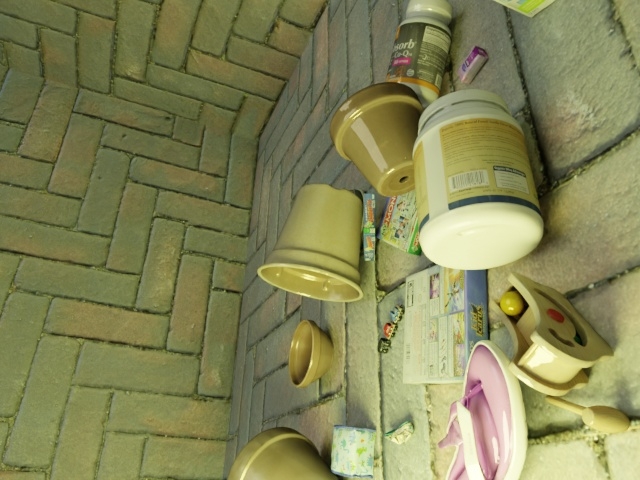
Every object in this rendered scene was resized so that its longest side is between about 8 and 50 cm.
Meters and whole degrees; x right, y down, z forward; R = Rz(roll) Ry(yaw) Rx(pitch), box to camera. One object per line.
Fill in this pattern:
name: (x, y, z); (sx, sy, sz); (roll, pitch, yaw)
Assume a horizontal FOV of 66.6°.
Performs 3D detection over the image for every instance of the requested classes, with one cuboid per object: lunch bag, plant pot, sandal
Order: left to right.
plant pot: (-0.072, 0.747, 1.424); (0.280, 0.323, 0.323); (-2, 76, 53)
plant pot: (-0.024, 0.405, 1.731); (0.237, 0.110, 0.237); (-167, 90, -71)
plant pot: (0.000, 0.000, 1.551); (0.334, 0.334, 0.305); (-32, 41, 63)
lunch bag: (0.080, 0.584, 1.356); (0.151, 0.096, 0.128); (-24, 53, 52)
plant pot: (0.182, -0.247, 1.304); (0.263, 0.263, 0.229); (-54, 49, 48)
sandal: (0.262, 0.375, 0.852); (0.169, 0.102, 0.416); (-129, 38, -65)

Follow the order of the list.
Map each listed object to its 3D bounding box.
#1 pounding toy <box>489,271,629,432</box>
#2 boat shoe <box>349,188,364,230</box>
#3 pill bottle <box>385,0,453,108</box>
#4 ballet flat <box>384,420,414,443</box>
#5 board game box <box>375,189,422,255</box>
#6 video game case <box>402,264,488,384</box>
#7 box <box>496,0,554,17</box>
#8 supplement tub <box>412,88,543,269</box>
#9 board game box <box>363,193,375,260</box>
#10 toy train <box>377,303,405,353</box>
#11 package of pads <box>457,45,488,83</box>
pounding toy: (0.350, 0.190, 0.788); (0.269, 0.154, 0.154); (-107, 36, -55)
boat shoe: (0.090, -0.042, 1.723); (0.109, 0.091, 0.305); (172, 110, -68)
pill bottle: (0.286, -0.536, 1.401); (0.162, 0.162, 0.278); (-170, 93, -70)
ballet flat: (0.195, 0.481, 1.203); (0.114, 0.041, 0.041); (124, 151, -48)
board game box: (0.262, -0.134, 1.388); (0.213, 0.046, 0.317); (-146, 70, -68)
video game case: (0.280, 0.190, 1.114); (0.244, 0.061, 0.269); (143, 136, -63)
box: (0.410, -0.578, 1.026); (0.114, 0.203, 0.103); (161, 120, -67)
supplement tub: (0.307, -0.123, 0.991); (0.228, 0.228, 0.316); (134, 144, -55)
board game box: (0.151, -0.037, 1.506); (0.201, 0.035, 0.136); (77, -166, -65)
toy train: (0.193, 0.245, 1.351); (0.027, 0.036, 0.158); (-123, 49, -63)
package of pads: (0.390, -0.452, 1.256); (0.083, 0.032, 0.050); (124, 149, -44)
